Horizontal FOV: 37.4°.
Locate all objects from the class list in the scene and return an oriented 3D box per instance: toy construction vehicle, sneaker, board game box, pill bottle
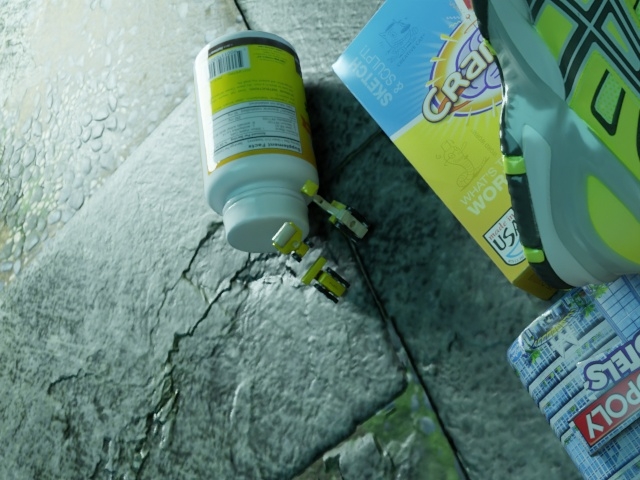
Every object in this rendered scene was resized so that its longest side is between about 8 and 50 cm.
[{"bbox_3d":[0.000,0.000,0.908,0.086,0.098,0.035,-55,31,-4],"label":"toy construction vehicle"},{"bbox_3d":[0.181,-0.161,0.624,0.147,0.145,0.385,-10,107,23],"label":"sneaker"},{"bbox_3d":[0.173,-0.144,0.818,0.242,0.064,0.316,-49,50,17],"label":"board game box"},{"bbox_3d":[-0.066,-0.100,0.975,0.117,0.117,0.215,-26,60,32],"label":"pill bottle"},{"bbox_3d":[0.247,0.100,0.672,0.194,0.060,0.194,-45,50,20],"label":"board game box"}]
